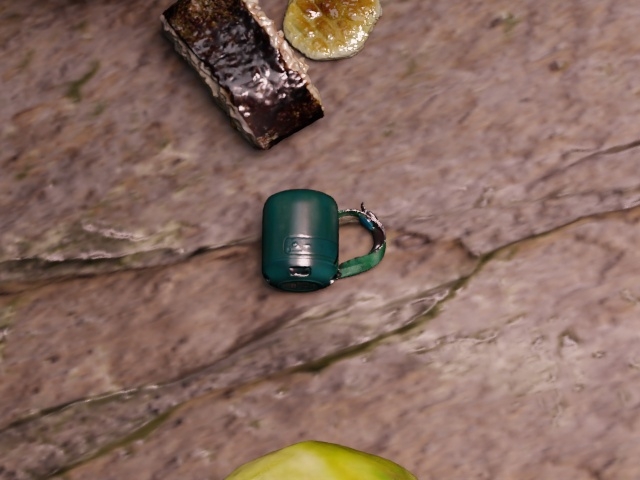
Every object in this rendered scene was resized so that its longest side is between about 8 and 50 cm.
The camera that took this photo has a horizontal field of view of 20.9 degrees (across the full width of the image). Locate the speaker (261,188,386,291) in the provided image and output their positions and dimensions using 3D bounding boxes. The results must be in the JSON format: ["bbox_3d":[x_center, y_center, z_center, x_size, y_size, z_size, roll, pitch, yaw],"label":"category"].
[{"bbox_3d":[0.000,0.001,1.353,0.094,0.060,0.075,8,73,-22],"label":"speaker"}]

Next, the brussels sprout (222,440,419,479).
[{"bbox_3d":[-0.008,0.247,1.223,0.223,0.161,0.223,-2,70,6],"label":"brussels sprout"}]

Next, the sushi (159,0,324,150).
[{"bbox_3d":[-0.061,-0.144,1.383,0.078,0.090,0.150,-35,68,-3],"label":"sushi"}]

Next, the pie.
[{"bbox_3d":[0.008,-0.185,1.414,0.084,0.020,0.084,-3,74,11],"label":"pie"}]
